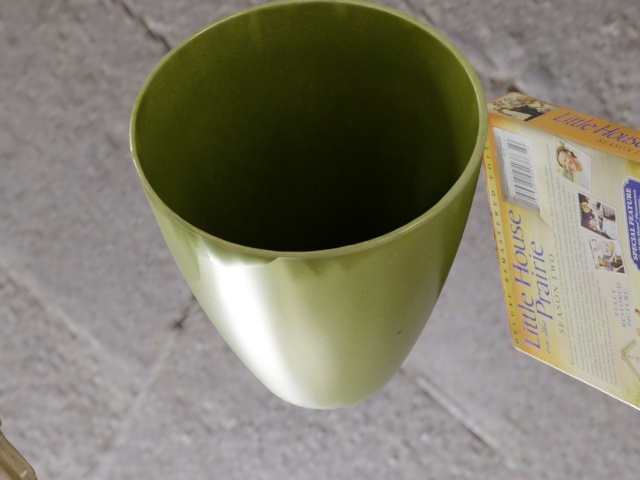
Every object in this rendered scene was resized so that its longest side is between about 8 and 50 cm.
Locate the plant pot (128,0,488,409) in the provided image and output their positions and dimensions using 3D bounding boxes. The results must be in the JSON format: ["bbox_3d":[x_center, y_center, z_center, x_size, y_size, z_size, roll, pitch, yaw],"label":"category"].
[{"bbox_3d":[0.000,0.000,1.511,0.275,0.275,0.293,24,146,23],"label":"plant pot"}]

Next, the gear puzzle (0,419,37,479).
[{"bbox_3d":[-0.198,0.120,0.922,0.175,0.044,0.339,42,147,28],"label":"gear puzzle"}]

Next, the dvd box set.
[{"bbox_3d":[0.326,0.034,1.885,0.420,0.062,0.308,25,132,54],"label":"dvd box set"}]
